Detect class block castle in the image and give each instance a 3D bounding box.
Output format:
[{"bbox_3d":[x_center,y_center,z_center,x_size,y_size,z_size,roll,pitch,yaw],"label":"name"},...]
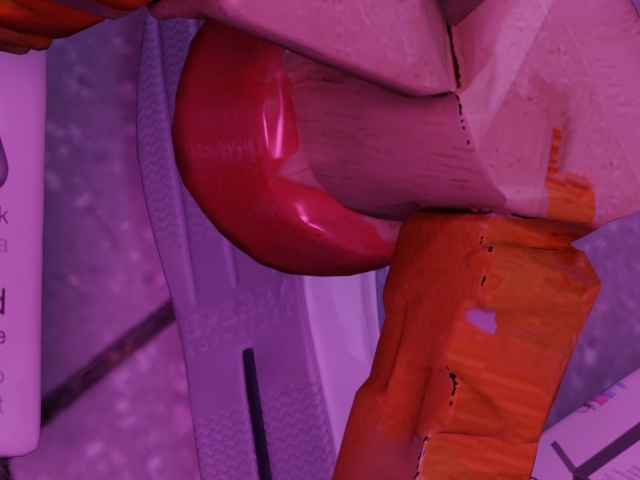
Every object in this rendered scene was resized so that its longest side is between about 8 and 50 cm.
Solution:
[{"bbox_3d":[-0.176,0.013,0.427,0.453,0.213,0.303,17,86,-20],"label":"block castle"}]

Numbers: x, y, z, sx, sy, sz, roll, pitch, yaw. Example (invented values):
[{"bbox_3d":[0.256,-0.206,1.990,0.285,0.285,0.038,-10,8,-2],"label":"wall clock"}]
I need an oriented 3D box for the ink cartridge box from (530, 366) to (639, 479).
[{"bbox_3d":[0.124,0.161,0.665,0.232,0.168,0.171,-28,53,-37],"label":"ink cartridge box"}]

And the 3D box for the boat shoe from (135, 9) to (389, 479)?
[{"bbox_3d":[0.000,0.000,0.750,0.094,0.109,0.302,6,75,-46],"label":"boat shoe"}]

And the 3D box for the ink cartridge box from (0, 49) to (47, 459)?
[{"bbox_3d":[-0.193,-0.069,0.614,0.197,0.114,0.273,5,77,-29],"label":"ink cartridge box"}]
